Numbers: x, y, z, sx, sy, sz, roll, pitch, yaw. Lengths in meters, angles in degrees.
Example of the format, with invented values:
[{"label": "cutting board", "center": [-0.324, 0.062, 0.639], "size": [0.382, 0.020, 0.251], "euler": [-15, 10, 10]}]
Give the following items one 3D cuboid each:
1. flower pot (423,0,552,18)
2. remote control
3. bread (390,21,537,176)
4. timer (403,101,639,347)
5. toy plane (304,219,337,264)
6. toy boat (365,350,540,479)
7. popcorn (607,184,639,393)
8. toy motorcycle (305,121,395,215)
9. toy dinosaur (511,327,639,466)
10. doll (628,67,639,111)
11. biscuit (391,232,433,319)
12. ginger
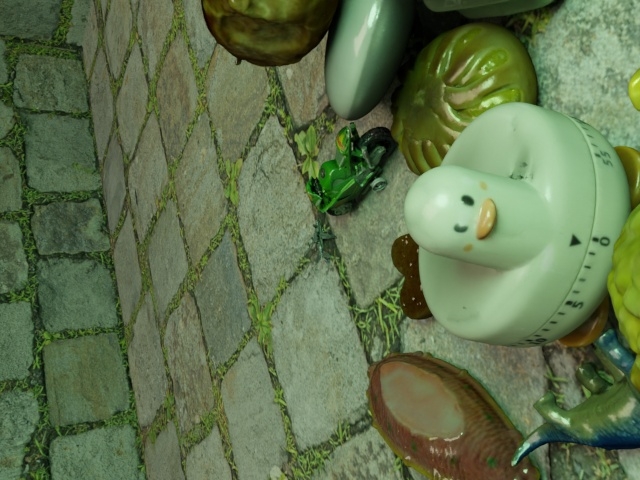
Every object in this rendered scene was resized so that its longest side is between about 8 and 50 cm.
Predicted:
[{"label": "flower pot", "center": [0.150, -0.425, 0.646], "size": [0.164, 0.254, 0.367], "euler": [5, 93, 46]}, {"label": "remote control", "center": [0.061, -0.272, 0.854], "size": [0.332, 0.103, 0.221], "euler": [-80, 4, -74]}, {"label": "bread", "center": [0.160, -0.161, 0.789], "size": [0.213, 0.104, 0.213], "euler": [8, 100, 57]}, {"label": "timer", "center": [0.163, -0.017, 0.613], "size": [0.233, 0.240, 0.233], "euler": [-168, 90, -73]}, {"label": "toy plane", "center": [-0.002, 0.000, 1.135], "size": [0.078, 0.024, 0.084], "euler": [-30, 63, 35]}, {"label": "toy boat", "center": [0.144, 0.222, 0.830], "size": [0.141, 0.099, 0.318], "euler": [-46, 35, -7]}, {"label": "popcorn", "center": [0.311, 0.052, 0.459], "size": [0.237, 0.206, 0.251], "euler": [59, 172, 20]}, {"label": "toy motorcycle", "center": [0.037, -0.101, 0.989], "size": [0.190, 0.106, 0.074], "euler": [-58, 44, 43]}, {"label": "toy dinosaur", "center": [0.297, 0.191, 0.601], "size": [0.188, 0.075, 0.248], "euler": [54, 129, 31]}, {"label": "doll", "center": [0.348, -0.116, 0.457], "size": [0.241, 0.135, 0.099], "euler": [29, 121, 44]}, {"label": "biscuit", "center": [0.176, 0.024, 0.823], "size": [0.236, 0.039, 0.180], "euler": [-29, 63, 55]}, {"label": "ginger", "center": [-0.064, -0.347, 0.730], "size": [0.357, 0.152, 0.274], "euler": [94, 168, -47]}]
